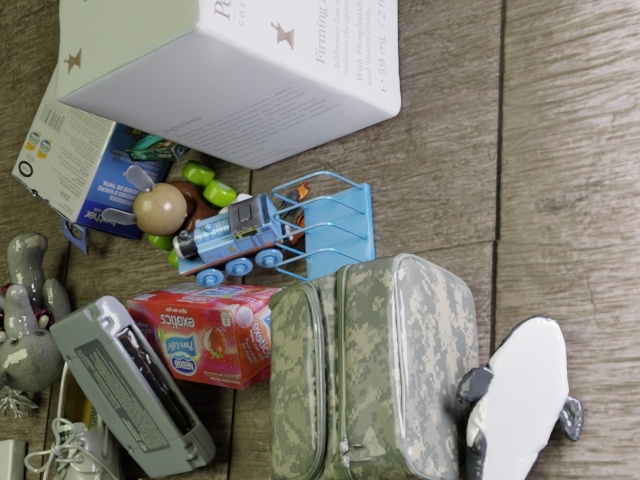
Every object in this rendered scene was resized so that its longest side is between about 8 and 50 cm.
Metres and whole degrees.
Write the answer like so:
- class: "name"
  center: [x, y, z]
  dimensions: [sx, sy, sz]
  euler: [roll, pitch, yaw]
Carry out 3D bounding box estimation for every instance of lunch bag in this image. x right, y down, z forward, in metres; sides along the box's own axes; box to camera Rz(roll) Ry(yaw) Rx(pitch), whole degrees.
- class: "lunch bag"
  center: [0.049, 0.190, 1.589]
  dimensions: [0.256, 0.212, 0.305]
  euler: [-15, 68, 34]

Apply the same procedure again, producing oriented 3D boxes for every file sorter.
- class: "file sorter"
  center: [0.000, 0.000, 1.792]
  dimensions: [0.118, 0.104, 0.170]
  euler: [-19, 64, 35]

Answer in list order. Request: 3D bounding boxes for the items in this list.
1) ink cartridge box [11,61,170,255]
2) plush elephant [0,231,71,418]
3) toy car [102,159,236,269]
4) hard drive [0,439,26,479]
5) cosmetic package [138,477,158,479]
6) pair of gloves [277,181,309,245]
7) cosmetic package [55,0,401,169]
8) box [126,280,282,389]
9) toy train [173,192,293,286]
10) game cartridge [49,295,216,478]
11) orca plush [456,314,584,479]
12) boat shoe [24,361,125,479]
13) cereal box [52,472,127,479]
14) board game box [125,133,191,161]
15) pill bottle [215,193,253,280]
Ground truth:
- class: "ink cartridge box"
  center: [-0.393, -0.178, 2.228]
  dimensions: [0.270, 0.151, 0.395]
  euler: [32, 99, 47]
- class: "plush elephant"
  center: [-0.534, 0.168, 2.189]
  dimensions: [0.255, 0.272, 0.330]
  euler: [-4, 103, 59]
- class: "toy car"
  center: [-0.261, -0.055, 2.023]
  dimensions: [0.149, 0.188, 0.155]
  euler: [42, 107, 45]
- class: "hard drive"
  center: [-0.625, 0.534, 2.314]
  dimensions: [0.203, 0.040, 0.307]
  euler: [-17, 65, 42]
- class: "cosmetic package"
  center: [-0.246, 0.419, 1.961]
  dimensions: [0.115, 0.041, 0.060]
  euler: [12, 86, 47]
- class: "pair of gloves"
  center: [-0.036, -0.042, 1.918]
  dimensions: [0.074, 0.010, 0.083]
  euler: [-48, 47, 25]
- class: "cosmetic package"
  center: [-0.130, -0.337, 1.831]
  dimensions: [0.327, 0.394, 0.329]
  euler: [-17, 66, 42]
- class: "box"
  center: [-0.160, 0.137, 1.878]
  dimensions: [0.257, 0.128, 0.122]
  euler: [2, 104, 46]
- class: "toy train"
  center: [-0.136, 0.002, 1.867]
  dimensions: [0.184, 0.105, 0.080]
  euler: [-18, 49, 11]
- class: "game cartridge"
  center: [-0.295, 0.230, 1.928]
  dimensions: [0.297, 0.062, 0.198]
  euler: [57, 148, -7]
- class: "orca plush"
  center: [0.237, 0.235, 1.517]
  dimensions: [0.151, 0.102, 0.287]
  euler: [-1, 85, 0]
- class: "boat shoe"
  center: [-0.388, 0.333, 1.999]
  dimensions: [0.136, 0.156, 0.367]
  euler: [-14, 52, 22]
- class: "cereal box"
  center: [-0.377, 0.462, 2.076]
  dimensions: [0.173, 0.047, 0.240]
  euler: [-54, 45, 17]
- class: "board game box"
  center: [-0.218, -0.192, 2.062]
  dimensions: [0.126, 0.026, 0.186]
  euler: [2, 38, 46]
- class: "pill bottle"
  center: [-0.144, -0.004, 1.967]
  dimensions: [0.137, 0.078, 0.078]
  euler: [-49, 48, 24]
